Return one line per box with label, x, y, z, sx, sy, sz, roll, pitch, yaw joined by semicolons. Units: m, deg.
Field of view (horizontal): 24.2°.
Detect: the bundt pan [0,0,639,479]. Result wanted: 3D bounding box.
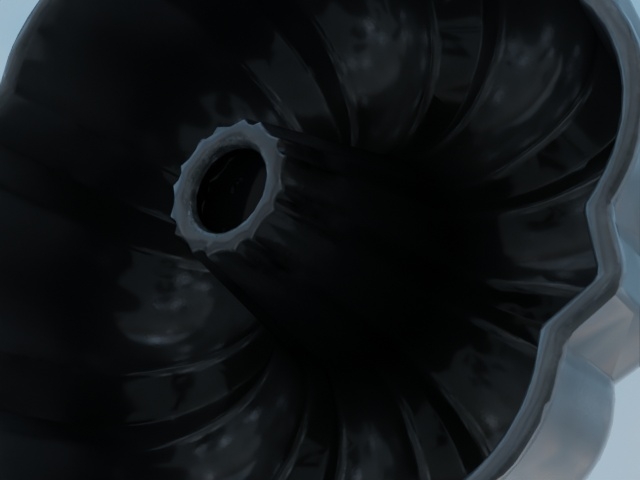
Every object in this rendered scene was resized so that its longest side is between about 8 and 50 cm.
bundt pan;0.000;0.000;0.594;0.331;0.331;0.124;-35;-38;21
